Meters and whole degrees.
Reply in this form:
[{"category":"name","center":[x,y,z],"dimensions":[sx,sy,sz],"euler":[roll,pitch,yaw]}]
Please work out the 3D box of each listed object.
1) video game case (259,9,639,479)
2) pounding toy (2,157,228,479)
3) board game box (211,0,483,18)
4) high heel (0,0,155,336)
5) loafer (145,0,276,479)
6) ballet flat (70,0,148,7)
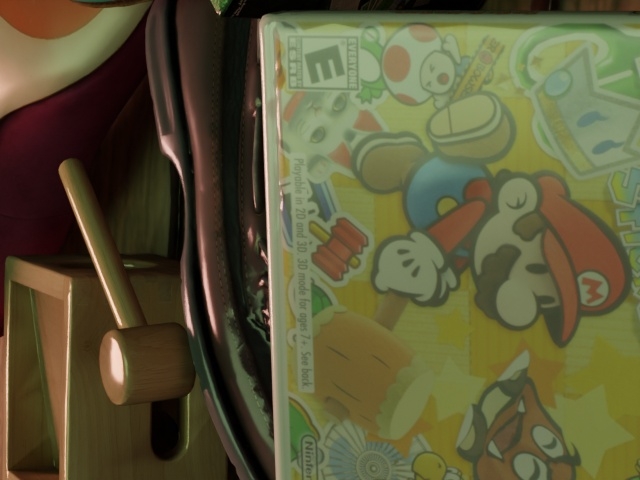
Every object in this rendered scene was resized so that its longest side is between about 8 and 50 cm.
[{"category":"video game case","center":[0.078,0.030,0.593],"dimensions":[0.206,0.026,0.227],"euler":[4,103,23]},{"category":"pounding toy","center":[-0.084,0.051,0.791],"dimensions":[0.206,0.094,0.181],"euler":[-170,80,-65]},{"category":"board game box","center":[0.068,-0.178,0.581],"dimensions":[0.259,0.136,0.030],"euler":[-53,53,38]},{"category":"high heel","center":[-0.146,-0.078,0.904],"dimensions":[0.377,0.181,0.127],"euler":[-42,67,19]},{"category":"loafer","center":[0.000,0.000,0.707],"dimensions":[0.095,0.109,0.302],"euler":[-33,66,42]},{"category":"ballet flat","center":[-0.003,-0.218,0.673],"dimensions":[0.116,0.124,0.342],"euler":[45,130,-8]}]
